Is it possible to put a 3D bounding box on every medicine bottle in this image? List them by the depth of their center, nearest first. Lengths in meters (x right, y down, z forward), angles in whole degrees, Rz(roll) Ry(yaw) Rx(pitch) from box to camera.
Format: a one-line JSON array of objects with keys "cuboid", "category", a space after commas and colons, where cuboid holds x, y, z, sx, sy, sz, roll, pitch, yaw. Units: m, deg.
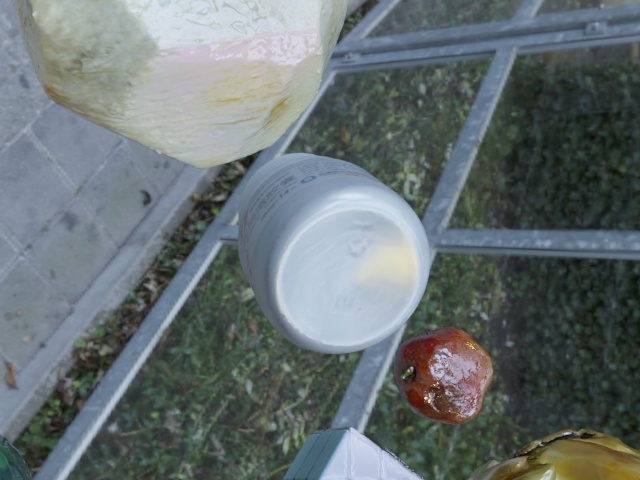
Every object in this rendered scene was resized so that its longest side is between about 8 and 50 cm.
[{"cuboid": [0.000, 0.000, 1.052, 0.306, 0.245, 0.245, -130, -153, -66], "category": "medicine bottle"}]

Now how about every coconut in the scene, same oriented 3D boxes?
[{"cuboid": [-0.094, -0.163, 0.502, 0.237, 0.237, 0.197, 21, 37, -58], "category": "coconut"}]

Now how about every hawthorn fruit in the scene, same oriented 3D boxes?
[{"cuboid": [0.264, 0.301, 1.614, 0.261, 0.224, 0.224, 24, 71, -45], "category": "hawthorn fruit"}]

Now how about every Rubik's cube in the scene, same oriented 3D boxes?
[{"cuboid": [0.050, 0.550, 1.508, 0.221, 0.224, 0.231, 39, 63, -8], "category": "Rubik's cube"}]

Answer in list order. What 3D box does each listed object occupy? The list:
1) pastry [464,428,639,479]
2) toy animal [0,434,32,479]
[{"cuboid": [0.120, 0.205, 0.260, 0.237, 0.256, 0.170, -47, 158, -6], "category": "pastry"}, {"cuboid": [-0.439, 0.220, 0.763, 0.338, 0.191, 0.216, 59, 0, -16], "category": "toy animal"}]
